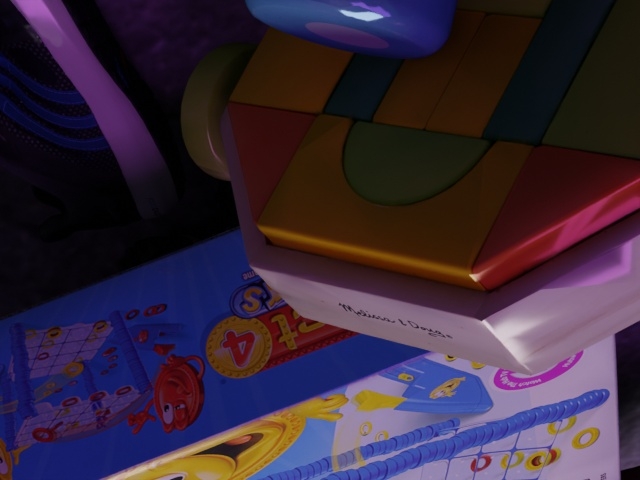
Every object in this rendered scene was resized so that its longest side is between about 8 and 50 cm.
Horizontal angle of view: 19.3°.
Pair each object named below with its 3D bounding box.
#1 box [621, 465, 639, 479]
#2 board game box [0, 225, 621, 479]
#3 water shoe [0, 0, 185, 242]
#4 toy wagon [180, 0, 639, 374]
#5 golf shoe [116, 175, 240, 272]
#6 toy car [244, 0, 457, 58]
[{"bbox_3d":[0.054,0.273,1.040,0.381,0.191,0.143,-20,130,22],"label":"box"},{"bbox_3d":[-0.018,0.105,0.866,0.302,0.086,0.308,-21,151,-1],"label":"board game box"},{"bbox_3d":[-0.124,-0.067,0.790,0.080,0.073,0.203,-23,137,5],"label":"water shoe"},{"bbox_3d":[0.099,-0.117,0.693,0.068,0.267,0.344,44,67,-43],"label":"toy wagon"},{"bbox_3d":[0.000,0.000,0.897,0.120,0.105,0.273,12,137,-40],"label":"golf shoe"},{"bbox_3d":[-0.063,-0.199,0.624,0.238,0.219,0.210,11,174,23],"label":"toy car"}]
